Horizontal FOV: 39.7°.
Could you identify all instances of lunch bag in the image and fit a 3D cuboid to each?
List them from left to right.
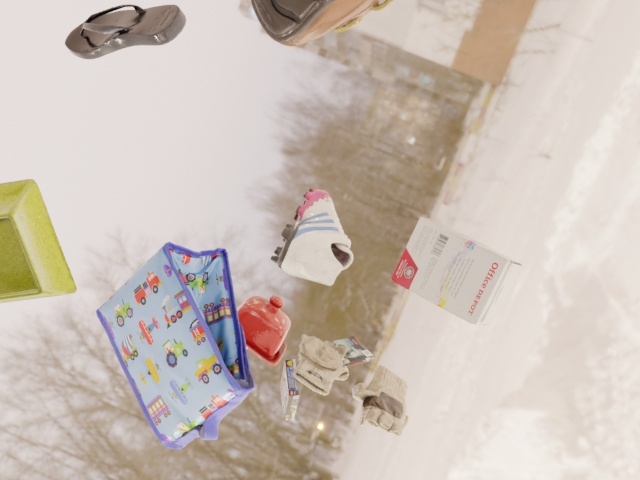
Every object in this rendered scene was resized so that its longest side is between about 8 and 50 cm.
[{"bbox_3d":[-0.224,0.187,1.449,0.138,0.293,0.221,7,-38,-46],"label":"lunch bag"}]

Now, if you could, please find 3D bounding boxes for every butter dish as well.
[{"bbox_3d":[-0.122,0.170,1.906,0.118,0.160,0.160,-53,0,12],"label":"butter dish"}]

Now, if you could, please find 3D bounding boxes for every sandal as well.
[{"bbox_3d":[-0.333,-0.364,1.486,0.054,0.254,0.097,51,-132,-43],"label":"sandal"}]

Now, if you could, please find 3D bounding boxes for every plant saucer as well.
[{"bbox_3d":[-0.467,0.018,1.260,0.045,0.188,0.188,-79,-21,-61],"label":"plant saucer"}]

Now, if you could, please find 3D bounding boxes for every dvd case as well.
[{"bbox_3d":[0.042,0.240,1.868,0.119,0.087,0.013,-14,-58,-29],"label":"dvd case"}]

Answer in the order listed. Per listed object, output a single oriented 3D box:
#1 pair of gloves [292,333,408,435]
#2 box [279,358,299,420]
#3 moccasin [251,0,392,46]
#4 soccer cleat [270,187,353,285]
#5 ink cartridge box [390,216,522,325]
[{"bbox_3d":[0.057,0.263,1.619,0.042,0.240,0.204,-57,7,20],"label":"pair of gloves"},{"bbox_3d":[-0.073,0.352,2.083,0.137,0.027,0.094,102,164,-53],"label":"box"},{"bbox_3d":[0.089,-0.330,0.924,0.147,0.139,0.380,-21,-14,-48],"label":"moccasin"},{"bbox_3d":[0.000,0.000,1.736,0.116,0.143,0.331,-64,1,23],"label":"soccer cleat"},{"bbox_3d":[0.242,0.056,1.564,0.128,0.176,0.127,-64,-24,7],"label":"ink cartridge box"}]
